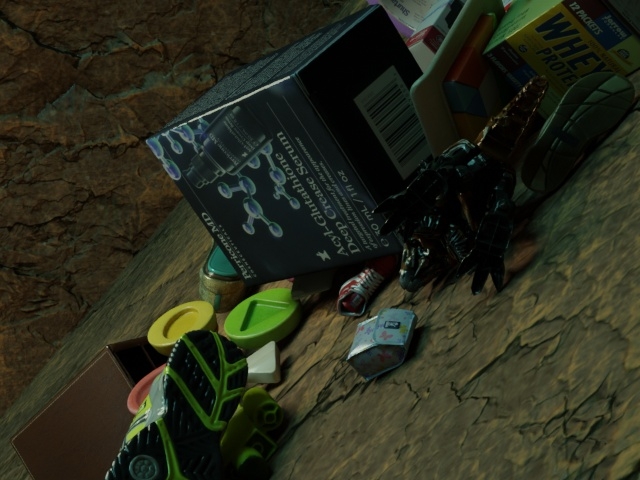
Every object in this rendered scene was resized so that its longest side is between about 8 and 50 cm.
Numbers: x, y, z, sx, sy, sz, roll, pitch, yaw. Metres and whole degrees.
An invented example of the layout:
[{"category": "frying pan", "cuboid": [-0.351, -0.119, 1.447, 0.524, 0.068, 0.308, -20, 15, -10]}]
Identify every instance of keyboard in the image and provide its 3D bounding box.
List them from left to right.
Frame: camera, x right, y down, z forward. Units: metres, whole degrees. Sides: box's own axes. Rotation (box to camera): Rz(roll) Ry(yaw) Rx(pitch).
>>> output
[{"category": "keyboard", "cuboid": [0.000, 0.000, 2.028, 0.072, 0.014, 0.256, -13, 38, 20]}]

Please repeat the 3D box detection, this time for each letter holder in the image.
[{"category": "letter holder", "cuboid": [-0.352, 0.338, 2.114, 0.302, 0.214, 0.152, -42, -17, 27]}]

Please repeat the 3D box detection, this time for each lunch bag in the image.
[{"category": "lunch bag", "cuboid": [0.080, 0.123, 1.521, 0.083, 0.053, 0.071, -27, 25, 34]}]

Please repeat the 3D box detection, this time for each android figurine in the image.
[{"category": "android figurine", "cuboid": [-0.145, 0.311, 1.696, 0.248, 0.056, 0.273, -49, 16, -2]}]

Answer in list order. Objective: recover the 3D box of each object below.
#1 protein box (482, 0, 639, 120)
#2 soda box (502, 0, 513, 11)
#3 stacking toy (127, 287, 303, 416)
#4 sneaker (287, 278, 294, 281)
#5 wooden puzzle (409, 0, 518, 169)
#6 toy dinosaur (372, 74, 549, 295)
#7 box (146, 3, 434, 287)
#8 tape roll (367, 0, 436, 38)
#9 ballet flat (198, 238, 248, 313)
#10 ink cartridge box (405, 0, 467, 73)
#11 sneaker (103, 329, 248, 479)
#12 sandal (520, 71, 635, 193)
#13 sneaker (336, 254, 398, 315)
[{"category": "protein box", "cuboid": [0.360, -0.306, 1.654, 0.200, 0.136, 0.201, -31, 22, 49]}, {"category": "soda box", "cuboid": [0.340, -0.384, 2.070, 0.074, 0.069, 0.216, -47, 13, 7]}, {"category": "stacking toy", "cuboid": [-0.148, 0.216, 1.962, 0.280, 0.130, 0.309, -15, 28, 17]}, {"category": "sneaker", "cuboid": [-0.028, 0.009, 2.107, 0.178, 0.077, 0.072, -35, 21, 39]}, {"category": "wooden puzzle", "cuboid": [0.220, -0.202, 1.695, 0.044, 0.221, 0.238, 8, 49, 35]}, {"category": "toy dinosaur", "cuboid": [0.170, -0.062, 1.490, 0.218, 0.164, 0.321, -55, -25, -59]}, {"category": "box", "cuboid": [-0.017, -0.127, 1.819, 0.395, 0.293, 0.212, -15, 24, 52]}, {"category": "tape roll", "cuboid": [0.195, -0.491, 2.369, 0.090, 0.275, 0.275, -51, 14, -15]}, {"category": "ballet flat", "cuboid": [-0.167, 0.031, 2.435, 0.123, 0.123, 0.348, -41, 14, 27]}, {"category": "ink cartridge box", "cuboid": [0.240, -0.357, 2.174, 0.072, 0.127, 0.175, -25, 27, 56]}, {"category": "sneaker", "cuboid": [-0.197, 0.296, 1.592, 0.147, 0.145, 0.384, -58, 4, 44]}, {"category": "sandal", "cuboid": [0.311, -0.134, 1.509, 0.180, 0.072, 0.049, -52, -8, 3]}, {"category": "sneaker", "cuboid": [0.066, 0.063, 1.746, 0.118, 0.042, 0.067, -46, 11, 30]}]
